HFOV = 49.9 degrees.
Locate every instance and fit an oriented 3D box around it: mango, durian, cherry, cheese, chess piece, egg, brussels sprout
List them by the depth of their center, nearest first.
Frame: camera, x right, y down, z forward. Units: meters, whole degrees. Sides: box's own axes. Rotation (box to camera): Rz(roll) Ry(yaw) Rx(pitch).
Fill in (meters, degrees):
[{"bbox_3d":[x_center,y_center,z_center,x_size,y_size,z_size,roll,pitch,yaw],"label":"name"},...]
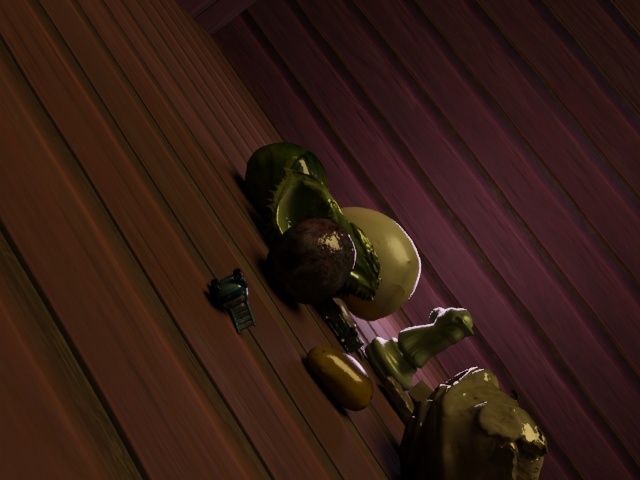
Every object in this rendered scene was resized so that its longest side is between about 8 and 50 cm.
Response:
[{"bbox_3d":[0.037,0.256,1.303,0.161,0.076,0.103,43,17,-19],"label":"mango"},{"bbox_3d":[-0.020,0.043,1.480,0.195,0.195,0.195,53,7,-10],"label":"cherry"},{"bbox_3d":[0.002,0.003,1.707,0.394,0.198,0.163,46,-2,16],"label":"durian"},{"bbox_3d":[0.069,0.219,1.793,0.191,0.042,0.105,60,3,-19],"label":"cheese"},{"bbox_3d":[-0.082,-0.134,1.874,0.219,0.210,0.272,-6,75,-76],"label":"brussels sprout"},{"bbox_3d":[0.282,0.278,1.888,0.176,0.298,0.176,52,10,-13],"label":"chess piece"},{"bbox_3d":[0.131,0.055,1.990,0.345,0.283,0.283,54,7,11],"label":"egg"}]

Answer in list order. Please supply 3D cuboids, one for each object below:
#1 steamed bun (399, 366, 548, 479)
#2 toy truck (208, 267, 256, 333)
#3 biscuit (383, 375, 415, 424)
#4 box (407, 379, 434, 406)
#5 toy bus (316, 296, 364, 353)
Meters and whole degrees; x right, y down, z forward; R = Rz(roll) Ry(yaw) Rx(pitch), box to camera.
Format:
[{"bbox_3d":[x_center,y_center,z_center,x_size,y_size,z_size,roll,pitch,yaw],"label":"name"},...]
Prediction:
[{"bbox_3d":[0.272,0.428,1.383,0.394,0.237,0.347,105,-19,-61],"label":"steamed bun"},{"bbox_3d":[-0.130,0.095,1.065,0.073,0.056,0.090,-120,-174,-78],"label":"toy truck"},{"bbox_3d":[0.248,0.470,1.794,0.290,0.038,0.141,57,7,4],"label":"biscuit"},{"bbox_3d":[0.320,0.483,1.870,0.141,0.058,0.201,42,-14,43],"label":"box"},{"bbox_3d":[0.048,0.205,1.698,0.153,0.051,0.061,55,1,5],"label":"toy bus"}]
